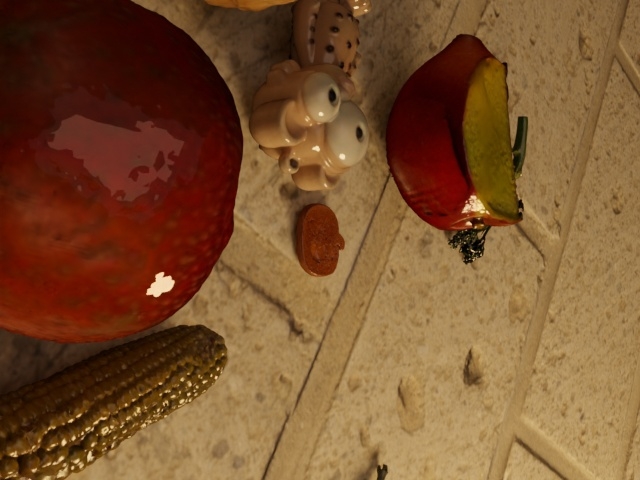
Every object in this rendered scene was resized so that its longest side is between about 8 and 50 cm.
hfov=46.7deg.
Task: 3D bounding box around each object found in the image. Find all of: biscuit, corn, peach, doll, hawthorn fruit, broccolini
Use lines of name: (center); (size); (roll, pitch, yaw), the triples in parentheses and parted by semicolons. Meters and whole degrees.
biscuit: (0.000, 0.000, 0.922); (0.078, 0.015, 0.091); (9, 81, -45)
corn: (-0.216, 0.154, 0.651); (0.319, 0.097, 0.097); (-23, 102, -44)
peach: (0.165, -0.145, 0.991); (0.154, 0.158, 0.267); (-9, 95, -55)
doll: (-0.003, -0.200, 0.868); (0.154, 0.119, 0.278); (29, 65, -52)
hawthorn fruit: (-0.198, -0.066, 0.569); (0.299, 0.275, 0.275); (40, 61, -45)
broccolini: (0.256, -0.102, 1.146); (0.272, 0.062, 0.123); (-61, 140, -22)

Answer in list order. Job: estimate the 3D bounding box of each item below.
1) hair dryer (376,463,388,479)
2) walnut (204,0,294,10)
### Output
hair dryer: (0.053, 0.374, 0.930); (0.100, 0.057, 0.198); (41, 52, -34)
walnut: (-0.069, -0.348, 0.763); (0.193, 0.193, 0.226); (4, 82, -44)
